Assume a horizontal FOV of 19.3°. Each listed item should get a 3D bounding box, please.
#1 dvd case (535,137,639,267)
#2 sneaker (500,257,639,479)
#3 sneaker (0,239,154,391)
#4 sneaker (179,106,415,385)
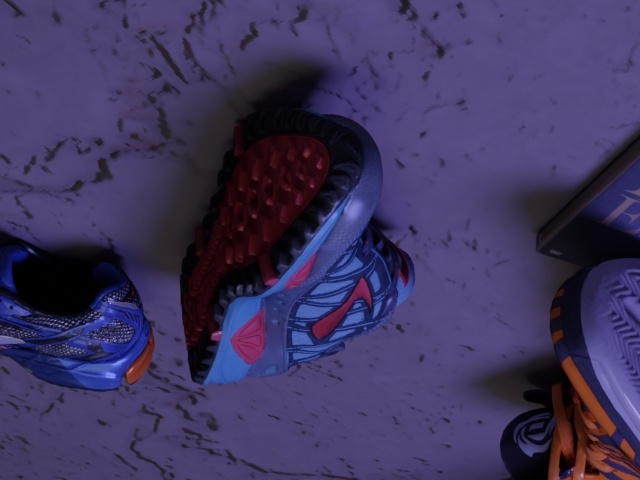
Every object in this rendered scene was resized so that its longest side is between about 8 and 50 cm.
[{"bbox_3d":[0.245,-0.023,1.055,0.164,0.018,0.221,17,147,-16],"label":"dvd case"},{"bbox_3d":[0.178,0.117,1.181,0.180,0.124,0.321,-8,148,32],"label":"sneaker"},{"bbox_3d":[-0.215,0.035,1.205,0.221,0.083,0.087,4,136,-4],"label":"sneaker"},{"bbox_3d":[0.000,0.000,1.095,0.125,0.104,0.262,-2,157,-19],"label":"sneaker"}]
